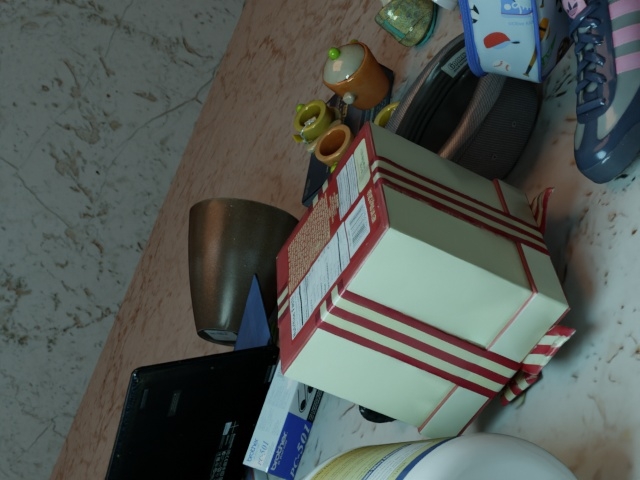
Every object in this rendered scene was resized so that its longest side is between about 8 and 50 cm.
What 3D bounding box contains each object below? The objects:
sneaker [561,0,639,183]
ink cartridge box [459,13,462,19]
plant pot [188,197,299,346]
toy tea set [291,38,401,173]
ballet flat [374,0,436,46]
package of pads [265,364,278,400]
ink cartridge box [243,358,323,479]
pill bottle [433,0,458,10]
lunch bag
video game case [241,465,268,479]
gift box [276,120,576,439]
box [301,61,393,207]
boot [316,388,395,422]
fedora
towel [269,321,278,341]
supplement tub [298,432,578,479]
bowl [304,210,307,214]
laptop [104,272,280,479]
[{"bbox_3d":[0.309,-0.221,1.201,0.112,0.131,0.319,-25,45,59],"label":"sneaker"},{"bbox_3d":[0.247,-0.368,1.686,0.063,0.029,0.115,-64,20,7],"label":"ink cartridge box"},{"bbox_3d":[-0.155,0.070,1.980,0.215,0.215,0.230,-31,46,59],"label":"plant pot"},{"bbox_3d":[0.049,-0.199,1.756,0.200,0.124,0.336,-43,39,7],"label":"toy tea set"},{"bbox_3d":[0.155,-0.494,1.942,0.123,0.123,0.349,-44,29,47],"label":"ballet flat"},{"bbox_3d":[-0.079,0.253,1.809,0.083,0.032,0.050,-54,24,30],"label":"package of pads"},{"bbox_3d":[-0.044,0.250,1.624,0.046,0.097,0.207,13,76,27],"label":"ink cartridge box"},{"bbox_3d":[0.228,-0.454,1.748,0.152,0.086,0.086,-57,21,22],"label":"pill bottle"},{"bbox_3d":[0.255,-0.353,1.273,0.115,0.243,0.303,10,51,29],"label":"lunch bag"},{"bbox_3d":[-0.156,0.509,1.727,0.285,0.025,0.204,-59,20,18],"label":"video game case"},{"bbox_3d":[0.124,0.043,1.187,0.276,0.258,0.255,-52,24,32],"label":"gift box"},{"bbox_3d":[0.049,-0.185,1.941,0.183,0.059,0.233,-38,35,50],"label":"box"},{"bbox_3d":[0.056,0.171,1.460,0.246,0.094,0.207,-48,22,27],"label":"boot"},{"bbox_3d":[0.189,-0.144,1.434,0.275,0.124,0.243,-60,21,-1],"label":"fedora"},{"bbox_3d":[-0.122,0.227,1.978,0.152,0.023,0.113,-42,33,45],"label":"towel"},{"bbox_3d":[0.091,0.304,1.018,0.316,0.228,0.228,-26,44,61],"label":"supplement tub"},{"bbox_3d":[0.000,0.000,1.746,0.170,0.080,0.170,23,-90,-89],"label":"bowl"},{"bbox_3d":[-0.224,0.284,1.682,0.236,0.408,0.382,32,115,38],"label":"laptop"}]
